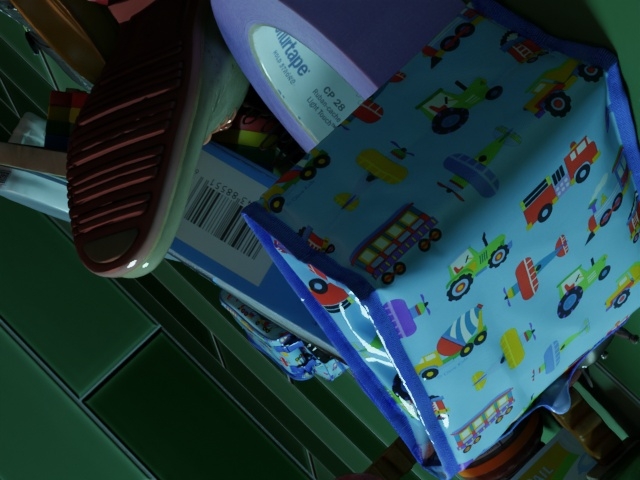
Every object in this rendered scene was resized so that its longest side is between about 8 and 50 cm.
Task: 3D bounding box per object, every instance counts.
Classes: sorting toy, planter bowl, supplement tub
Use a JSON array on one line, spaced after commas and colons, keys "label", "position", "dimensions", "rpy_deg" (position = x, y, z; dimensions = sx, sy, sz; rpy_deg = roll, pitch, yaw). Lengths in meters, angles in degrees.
[{"label": "sorting toy", "position": [-0.172, -0.100, 1.937], "dimensions": [0.257, 0.089, 0.255], "rpy_deg": [6, -177, -29]}, {"label": "planter bowl", "position": [-0.253, -0.263, 1.938], "dimensions": [0.217, 0.090, 0.217], "rpy_deg": [44, 168, 11]}, {"label": "supplement tub", "position": [0.153, 0.171, 1.905], "dimensions": [0.198, 0.106, 0.106], "rpy_deg": [50, 168, -18]}]

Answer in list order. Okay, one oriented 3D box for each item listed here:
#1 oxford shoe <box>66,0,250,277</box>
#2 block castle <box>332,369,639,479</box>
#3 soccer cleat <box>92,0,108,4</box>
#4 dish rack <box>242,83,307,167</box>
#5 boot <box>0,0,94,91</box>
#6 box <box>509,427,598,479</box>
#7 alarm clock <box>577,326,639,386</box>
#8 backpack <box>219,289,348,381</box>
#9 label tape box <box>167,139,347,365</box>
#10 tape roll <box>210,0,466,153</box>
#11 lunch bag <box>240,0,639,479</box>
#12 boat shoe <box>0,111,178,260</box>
[{"label": "oxford shoe", "position": [-0.106, -0.110, 1.503], "dimensions": [0.123, 0.348, 0.130], "rpy_deg": [-11, 144, 35]}, {"label": "block castle", "position": [0.224, 0.302, 1.621], "dimensions": [0.453, 0.303, 0.213], "rpy_deg": [47, 174, 0]}, {"label": "soccer cleat", "position": [-0.246, -0.327, 1.783], "dimensions": [0.248, 0.083, 0.095], "rpy_deg": [50, -162, -39]}, {"label": "dish rack", "position": [0.010, -0.074, 1.684], "dimensions": [0.271, 0.074, 0.208], "rpy_deg": [54, 167, -31]}, {"label": "boot", "position": [-0.309, -0.258, 2.205], "dimensions": [0.229, 0.091, 0.263], "rpy_deg": [47, 173, -30]}, {"label": "box", "position": [0.219, 0.290, 1.819], "dimensions": [0.114, 0.203, 0.103], "rpy_deg": [40, 166, 28]}, {"label": "alarm clock", "position": [0.157, 0.036, 1.501], "dimensions": [0.192, 0.064, 0.129], "rpy_deg": [39, 169, 3]}, {"label": "backpack", "position": [-0.020, 0.099, 2.251], "dimensions": [0.158, 0.117, 0.173], "rpy_deg": [39, 169, 36]}, {"label": "label tape box", "position": [0.002, 0.039, 1.701], "dimensions": [0.240, 0.106, 0.333], "rpy_deg": [30, 176, 16]}, {"label": "tape roll", "position": [0.043, -0.115, 1.397], "dimensions": [0.275, 0.090, 0.275], "rpy_deg": [45, 169, 12]}, {"label": "lunch bag", "position": [0.120, 0.025, 1.262], "dimensions": [0.138, 0.221, 0.293], "rpy_deg": [35, 163, 45]}, {"label": "boat shoe", "position": [-0.212, -0.073, 2.332], "dimensions": [0.367, 0.156, 0.136], "rpy_deg": [20, 172, -20]}]
